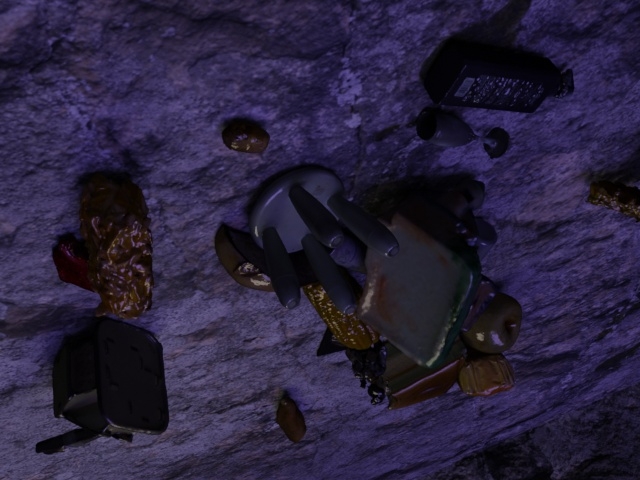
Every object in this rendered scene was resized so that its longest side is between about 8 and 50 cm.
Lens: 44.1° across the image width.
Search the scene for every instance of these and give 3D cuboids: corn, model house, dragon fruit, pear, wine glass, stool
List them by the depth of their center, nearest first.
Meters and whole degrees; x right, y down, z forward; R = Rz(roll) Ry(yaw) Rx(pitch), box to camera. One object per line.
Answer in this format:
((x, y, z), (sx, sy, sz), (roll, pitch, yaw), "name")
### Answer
((-0.400, 0.047, 1.346), (0.097, 0.063, 0.131), (-15, 147, -16), "dragon fruit")
((0.000, 0.000, 1.403), (0.195, 0.199, 0.195), (9, 124, -45), "stool")
((0.262, -0.193, 1.449), (0.198, 0.066, 0.066), (5, 137, -39), "wine glass")
((-0.477, 0.310, 1.589), (0.278, 0.219, 0.205), (-21, 150, 20), "model house")
((0.253, 0.044, 1.614), (0.280, 0.245, 0.312), (-30, 144, -42), "model house")
((0.052, 0.149, 1.757), (0.120, 0.121, 0.363), (-29, 147, 6), "corn")
((0.453, 0.216, 2.093), (0.167, 0.167, 0.136), (-5, -172, -35), "pear")

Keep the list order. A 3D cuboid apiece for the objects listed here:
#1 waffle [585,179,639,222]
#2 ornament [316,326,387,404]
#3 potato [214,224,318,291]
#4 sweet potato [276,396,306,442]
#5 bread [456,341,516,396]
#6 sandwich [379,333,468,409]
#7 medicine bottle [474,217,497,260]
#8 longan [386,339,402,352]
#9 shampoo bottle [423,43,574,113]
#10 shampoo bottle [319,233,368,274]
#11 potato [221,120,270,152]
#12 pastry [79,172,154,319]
((0.757, -0.052, 1.792), (0.259, 0.293, 0.069), (-2, 122, -47), "waffle")
((0.114, 0.304, 1.952), (0.166, 0.196, 0.153), (-10, 146, -24), "ornament")
((-0.109, 0.064, 1.527), (0.100, 0.120, 0.261), (-37, 146, 29), "potato")
((-0.086, 0.484, 2.201), (0.077, 0.077, 0.244), (-21, 139, -7), "sweet potato")
((0.448, 0.354, 2.206), (0.152, 0.120, 0.288), (-14, -178, 2), "bread")
((0.253, 0.330, 2.118), (0.198, 0.155, 0.227), (-11, 145, -22), "sandwich")
((0.336, 0.018, 1.791), (0.080, 0.080, 0.130), (-3, 142, -31), "medicine bottle")
((0.221, 0.180, 1.859), (0.167, 0.187, 0.168), (8, 124, 12), "longan")
((0.327, -0.273, 1.368), (0.309, 0.071, 0.098), (-1, 140, -33), "shampoo bottle")
((0.069, 0.028, 1.637), (0.072, 0.072, 0.214), (-39, 146, 22), "shampoo bottle")
((-0.118, -0.163, 1.254), (0.083, 0.040, 0.051), (8, 145, -39), "potato")
((-0.327, 0.017, 1.272), (0.102, 0.154, 0.250), (-19, 139, -29), "pastry")
